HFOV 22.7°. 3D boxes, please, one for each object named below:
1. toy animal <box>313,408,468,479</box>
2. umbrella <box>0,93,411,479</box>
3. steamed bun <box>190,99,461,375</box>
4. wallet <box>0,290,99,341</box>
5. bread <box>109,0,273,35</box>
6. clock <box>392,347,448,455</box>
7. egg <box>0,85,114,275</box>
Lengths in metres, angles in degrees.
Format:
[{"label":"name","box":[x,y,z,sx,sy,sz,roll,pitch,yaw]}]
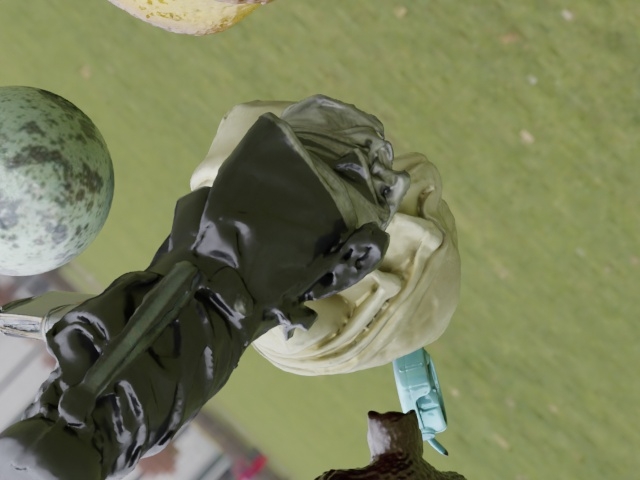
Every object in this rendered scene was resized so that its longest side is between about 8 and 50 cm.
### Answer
[{"label":"toy animal","box":[0.084,0.243,1.524,0.218,0.179,0.116,3,161,-14]},{"label":"umbrella","box":[-0.056,0.030,0.899,0.113,0.358,0.106,45,133,-1]},{"label":"steamed bun","box":[-0.003,0.000,1.655,0.203,0.276,0.289,-48,-47,-69]},{"label":"wallet","box":[-0.271,0.107,1.976,0.231,0.069,0.170,5,-168,25]},{"label":"bread","box":[-0.165,-0.447,2.034,0.398,0.398,0.215,44,140,-4]},{"label":"clock","box":[0.119,0.185,1.868,0.108,0.045,0.147,-94,-12,-53]},{"label":"egg","box":[-0.207,-0.041,1.101,0.132,0.132,0.172,46,167,-19]}]
